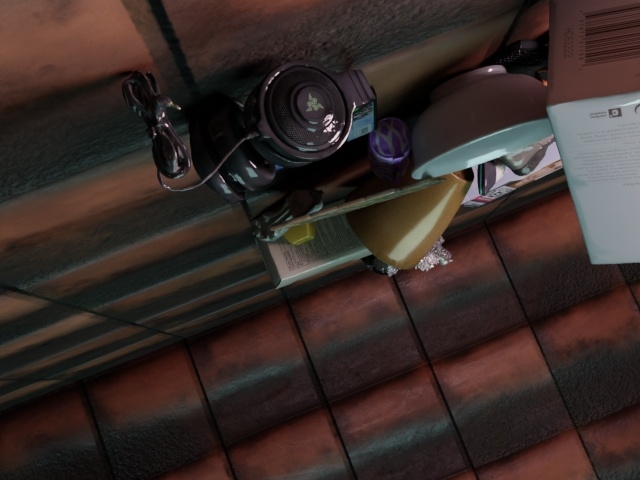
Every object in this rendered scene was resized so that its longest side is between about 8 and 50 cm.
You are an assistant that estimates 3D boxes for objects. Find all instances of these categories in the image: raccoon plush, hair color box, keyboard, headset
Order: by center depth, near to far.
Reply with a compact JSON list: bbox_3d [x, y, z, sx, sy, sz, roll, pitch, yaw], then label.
[{"bbox_3d":[-0.090,-0.164,1.011,0.243,0.185,0.394,-24,-174,35],"label":"headset"},{"bbox_3d":[0.384,-0.324,1.349,0.192,0.038,0.100,-14,167,-45],"label":"keyboard"},{"bbox_3d":[0.304,-0.041,2.066,0.299,0.216,0.446,-3,161,-36],"label":"raccoon plush"},{"bbox_3d":[0.539,-0.214,2.071,0.374,0.113,0.185,-27,169,24],"label":"hair color box"}]

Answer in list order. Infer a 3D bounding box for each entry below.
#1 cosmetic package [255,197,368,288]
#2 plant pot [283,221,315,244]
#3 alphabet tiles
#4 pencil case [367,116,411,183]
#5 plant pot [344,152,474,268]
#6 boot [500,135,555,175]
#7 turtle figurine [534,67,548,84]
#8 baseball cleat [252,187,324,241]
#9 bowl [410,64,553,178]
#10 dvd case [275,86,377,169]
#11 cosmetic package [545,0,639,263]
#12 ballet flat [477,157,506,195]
[{"bbox_3d":[0.000,0.000,1.946,0.296,0.153,0.129,-18,169,-15],"label":"cosmetic package"},{"bbox_3d":[-0.056,-0.035,1.822,0.081,0.083,0.081,-24,170,14],"label":"plant pot"},{"bbox_3d":[0.079,-0.075,1.557,0.343,0.011,0.285,-16,180,21],"label":"alphabet tiles"},{"bbox_3d":[0.134,-0.171,1.482,0.086,0.088,0.206,-13,170,4],"label":"pencil case"},{"bbox_3d":[0.226,-0.100,1.757,0.237,0.237,0.254,-10,153,-51],"label":"plant pot"},{"bbox_3d":[0.446,-0.265,1.609,0.161,0.083,0.246,32,96,-37],"label":"boot"},{"bbox_3d":[0.515,-0.323,1.449,0.217,0.087,0.269,-28,176,28],"label":"turtle figurine"},{"bbox_3d":[-0.064,-0.056,1.729,0.109,0.072,0.206,-13,168,-42],"label":"baseball cleat"},{"bbox_3d":[0.282,-0.221,1.356,0.298,0.134,0.298,-17,175,-2],"label":"bowl"},{"bbox_3d":[-0.023,-0.177,1.299,0.253,0.022,0.180,-22,170,0],"label":"dvd case"},{"bbox_3d":[0.477,-0.167,1.204,0.162,0.230,0.453,-5,147,26],"label":"cosmetic package"},{"bbox_3d":[0.376,-0.180,1.701,0.074,0.203,0.074,0,136,0],"label":"ballet flat"}]
